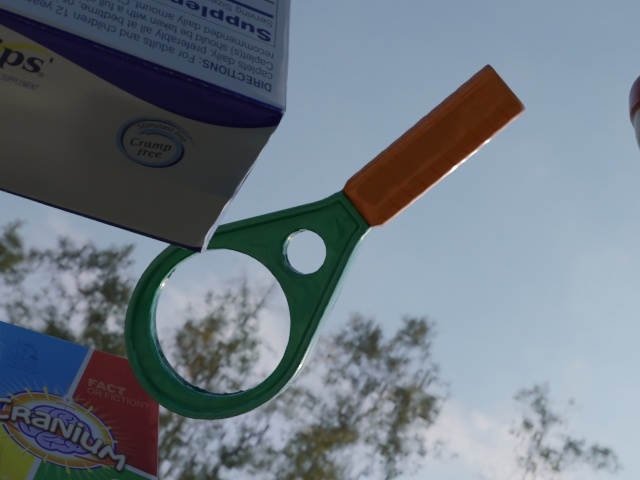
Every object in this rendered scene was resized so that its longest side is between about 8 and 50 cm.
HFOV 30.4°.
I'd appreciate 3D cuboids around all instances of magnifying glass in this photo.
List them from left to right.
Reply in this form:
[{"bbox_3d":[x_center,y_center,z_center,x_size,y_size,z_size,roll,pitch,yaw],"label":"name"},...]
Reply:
[{"bbox_3d":[0.000,0.000,0.570,0.092,0.231,0.026,52,8,9],"label":"magnifying glass"}]

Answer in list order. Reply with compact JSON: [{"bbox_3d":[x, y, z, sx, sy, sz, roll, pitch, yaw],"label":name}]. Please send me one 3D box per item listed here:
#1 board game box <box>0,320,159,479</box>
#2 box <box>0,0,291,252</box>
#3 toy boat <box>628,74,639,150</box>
[{"bbox_3d":[-0.302,0.239,1.302,0.242,0.317,0.064,20,-56,-21],"label":"board game box"},{"bbox_3d":[-0.078,-0.083,0.377,0.126,0.137,0.072,18,-44,-18],"label":"box"},{"bbox_3d":[0.342,-0.129,0.869,0.231,0.151,0.151,-20,-36,32],"label":"toy boat"}]
